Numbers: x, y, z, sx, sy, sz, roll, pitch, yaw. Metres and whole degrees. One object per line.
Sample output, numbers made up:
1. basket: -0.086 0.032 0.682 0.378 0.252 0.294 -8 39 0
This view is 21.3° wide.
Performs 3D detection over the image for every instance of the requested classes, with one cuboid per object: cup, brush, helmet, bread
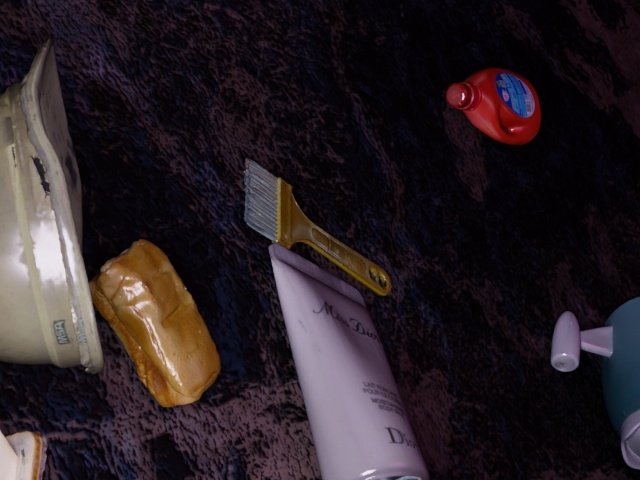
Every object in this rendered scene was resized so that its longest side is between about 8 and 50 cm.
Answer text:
1. cup: 0.400 0.176 1.954 0.300 0.167 0.173 20 46 -11
2. brush: 0.000 0.000 1.632 0.218 0.010 0.082 35 40 -38
3. helmet: -0.234 -0.013 1.174 0.257 0.137 0.204 -107 -171 -49
4. bread: -0.129 0.066 1.343 0.132 0.053 0.074 62 30 -5

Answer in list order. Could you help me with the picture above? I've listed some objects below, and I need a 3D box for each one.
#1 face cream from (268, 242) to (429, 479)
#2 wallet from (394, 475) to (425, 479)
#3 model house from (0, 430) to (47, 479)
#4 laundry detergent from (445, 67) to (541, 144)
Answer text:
1. face cream: 0.029 0.149 1.505 0.143 0.089 0.314 28 34 -45
2. wallet: 0.096 0.294 1.380 0.250 0.176 0.075 37 28 -36
3. model house: -0.280 0.166 0.951 0.244 0.169 0.326 59 32 -20
4. laundry detergent: 0.204 -0.162 2.037 0.165 0.049 0.097 -1 71 -54
